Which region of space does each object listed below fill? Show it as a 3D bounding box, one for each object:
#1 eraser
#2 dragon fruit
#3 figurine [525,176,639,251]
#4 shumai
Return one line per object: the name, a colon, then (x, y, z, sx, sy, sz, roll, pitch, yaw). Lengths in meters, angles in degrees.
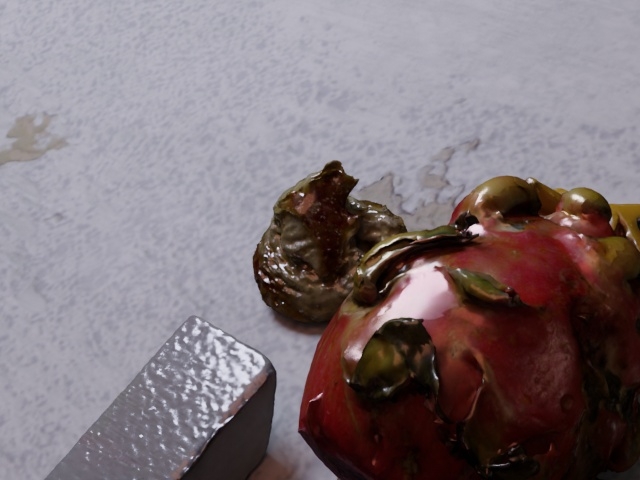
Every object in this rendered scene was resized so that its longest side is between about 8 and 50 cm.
eraser: (-0.170, 0.228, 1.495, 0.111, 0.077, 0.352, 28, 69, 39)
dragon fruit: (0.131, 0.086, 1.361, 0.250, 0.269, 0.291, 37, 78, 29)
figurine: (0.208, -0.008, 1.515, 0.176, 0.121, 0.122, 3, 27, 9)
shumai: (-0.004, 0.006, 1.589, 0.139, 0.105, 0.123, -23, 47, 39)
